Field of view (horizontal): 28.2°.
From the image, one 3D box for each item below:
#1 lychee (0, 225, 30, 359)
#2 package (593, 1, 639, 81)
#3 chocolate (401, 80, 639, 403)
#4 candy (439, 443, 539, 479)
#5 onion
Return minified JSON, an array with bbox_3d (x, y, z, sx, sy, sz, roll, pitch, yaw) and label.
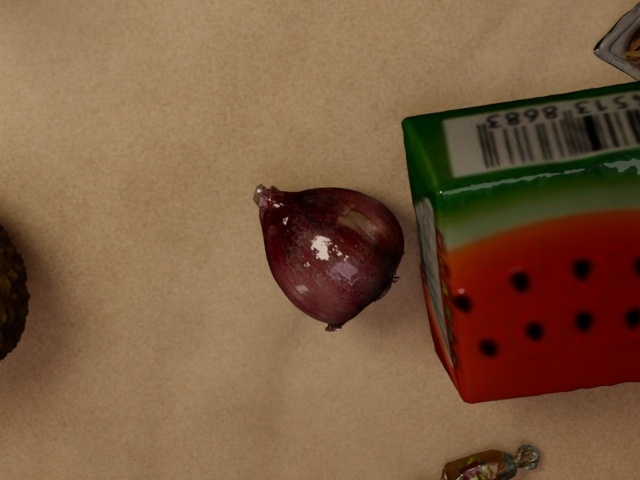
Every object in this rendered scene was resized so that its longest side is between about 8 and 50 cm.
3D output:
[{"bbox_3d":[-0.464,0.049,1.453,0.267,0.267,0.267,0,114,0],"label":"lychee"},{"bbox_3d":[0.419,-0.221,1.402,0.173,0.027,0.171,30,133,-9],"label":"package"},{"bbox_3d":[0.292,0.008,1.453,0.360,0.161,0.341,-8,121,4],"label":"chocolate"},{"bbox_3d":[0.199,0.310,1.664,0.182,0.046,0.053,-22,114,8],"label":"candy"},{"bbox_3d":[0.000,0.000,1.471,0.195,0.159,0.159,39,109,-7],"label":"onion"}]
